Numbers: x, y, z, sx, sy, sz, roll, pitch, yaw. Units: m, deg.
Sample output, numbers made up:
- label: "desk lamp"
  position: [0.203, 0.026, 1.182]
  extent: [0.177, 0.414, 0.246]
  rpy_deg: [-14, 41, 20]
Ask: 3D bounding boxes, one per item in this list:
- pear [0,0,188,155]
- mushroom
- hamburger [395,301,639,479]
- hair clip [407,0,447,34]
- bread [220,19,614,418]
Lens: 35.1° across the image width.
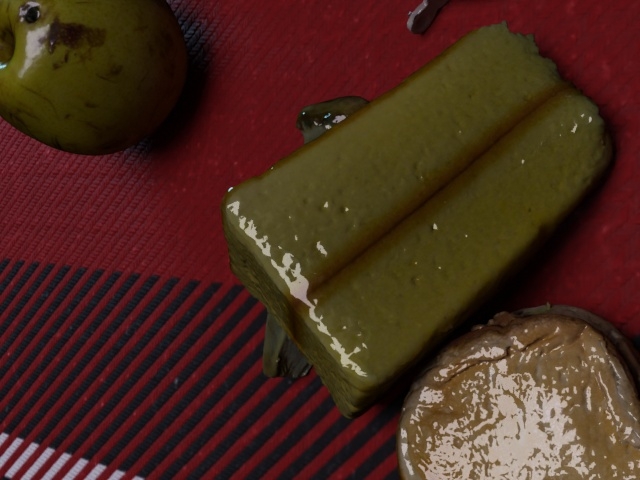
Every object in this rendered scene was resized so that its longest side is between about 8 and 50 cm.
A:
- label: "pear"
  position: [-0.318, -0.246, 1.346]
  extent: [0.283, 0.283, 0.284]
  rpy_deg: [-8, 78, 40]
- label: "mushroom"
  position: [0.003, 0.000, 1.147]
  extent: [0.107, 0.087, 0.333]
  rpy_deg: [15, 96, 45]
- label: "hamburger"
  position: [0.193, 0.197, 0.911]
  extent: [0.243, 0.146, 0.286]
  rpy_deg: [19, 89, 35]
- label: "hair clip"
  position: [0.178, -0.274, 1.070]
  extent: [0.225, 0.034, 0.072]
  rpy_deg: [-6, 82, 39]
- label: "bread"
  position: [0.106, -0.023, 1.031]
  extent: [0.361, 0.245, 0.233]
  rpy_deg: [-37, 77, -10]
